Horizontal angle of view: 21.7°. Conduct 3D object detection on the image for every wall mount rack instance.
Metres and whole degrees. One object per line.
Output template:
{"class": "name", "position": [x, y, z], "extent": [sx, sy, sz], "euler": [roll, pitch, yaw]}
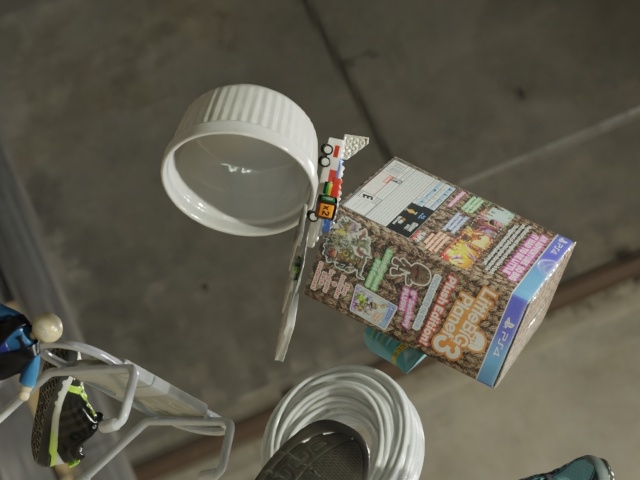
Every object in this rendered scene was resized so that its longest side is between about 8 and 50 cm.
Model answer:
{"class": "wall mount rack", "position": [-0.301, 0.256, 2.311], "extent": [0.350, 0.304, 0.130], "euler": [35, 58, -42]}

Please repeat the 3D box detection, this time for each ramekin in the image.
{"class": "ramekin", "position": [-0.100, -0.111, 2.199], "extent": [0.207, 0.207, 0.109], "euler": [74, 20, -47]}

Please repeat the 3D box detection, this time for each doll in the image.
{"class": "doll", "position": [-0.396, 0.142, 2.061], "extent": [0.129, 0.189, 0.046], "euler": [62, 14, 2]}

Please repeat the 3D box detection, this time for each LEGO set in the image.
{"class": "LEGO set", "position": [0.000, 0.000, 1.871], "extent": [0.244, 0.060, 0.182], "euler": [107, -7, -51]}

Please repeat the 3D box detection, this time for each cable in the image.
{"class": "cable", "position": [0.033, 0.310, 2.429], "extent": [0.089, 0.257, 0.257], "euler": [41, 27, -51]}

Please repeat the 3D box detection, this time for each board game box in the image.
{"class": "board game box", "position": [0.164, 0.037, 2.271], "extent": [0.232, 0.291, 0.141], "euler": [-41, 154, -59]}

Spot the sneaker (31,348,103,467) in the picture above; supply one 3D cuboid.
{"class": "sneaker", "position": [-0.380, 0.252, 2.567], "extent": [0.084, 0.097, 0.235], "euler": [-115, -145, -48]}

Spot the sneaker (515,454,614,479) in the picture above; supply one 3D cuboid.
{"class": "sneaker", "position": [0.259, 0.360, 2.153], "extent": [0.125, 0.262, 0.104], "euler": [36, 22, -40]}

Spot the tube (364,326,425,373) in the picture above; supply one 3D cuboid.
{"class": "tube", "position": [0.120, 0.153, 2.439], "extent": [0.052, 0.080, 0.207], "euler": [44, -9, -15]}

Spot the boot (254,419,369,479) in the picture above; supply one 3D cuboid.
{"class": "boot", "position": [-0.077, 0.424, 2.167], "extent": [0.138, 0.377, 0.284], "euler": [26, -23, -4]}
